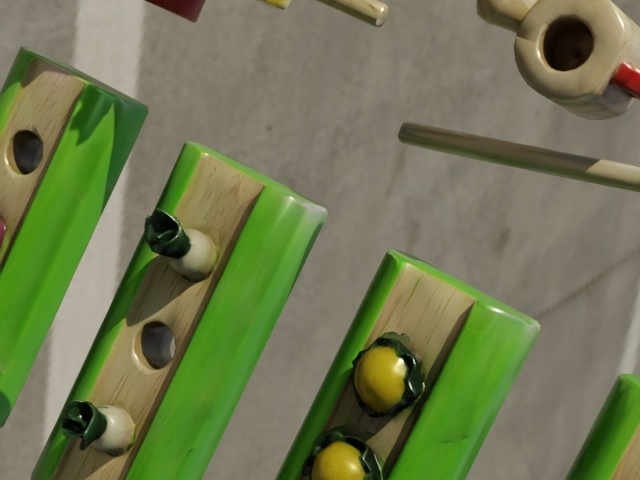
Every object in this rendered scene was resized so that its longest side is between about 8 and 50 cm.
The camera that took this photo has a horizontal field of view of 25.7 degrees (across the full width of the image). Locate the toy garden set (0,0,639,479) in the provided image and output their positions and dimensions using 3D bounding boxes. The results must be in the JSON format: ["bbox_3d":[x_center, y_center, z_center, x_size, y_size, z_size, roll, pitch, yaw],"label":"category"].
[{"bbox_3d":[0.000,0.000,0.354,0.049,0.244,0.203,13,104,-63],"label":"toy garden set"}]
